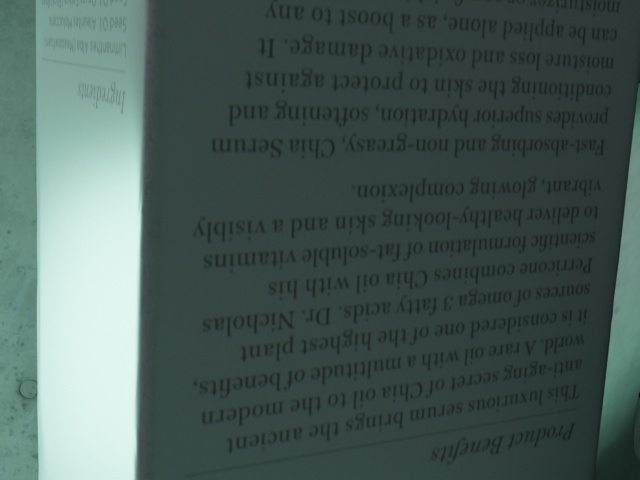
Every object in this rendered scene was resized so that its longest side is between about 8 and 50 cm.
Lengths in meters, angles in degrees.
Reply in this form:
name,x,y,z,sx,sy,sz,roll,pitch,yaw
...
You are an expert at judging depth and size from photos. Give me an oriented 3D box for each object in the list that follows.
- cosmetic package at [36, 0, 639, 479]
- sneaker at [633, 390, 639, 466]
name,x,y,z,sx,sy,sz,roll,pitch,yaw
cosmetic package,0.003,-0.040,0.452,0.161,0.230,0.453,21,110,59
sneaker,0.160,0.098,0.451,0.109,0.040,0.044,-68,-5,-48
